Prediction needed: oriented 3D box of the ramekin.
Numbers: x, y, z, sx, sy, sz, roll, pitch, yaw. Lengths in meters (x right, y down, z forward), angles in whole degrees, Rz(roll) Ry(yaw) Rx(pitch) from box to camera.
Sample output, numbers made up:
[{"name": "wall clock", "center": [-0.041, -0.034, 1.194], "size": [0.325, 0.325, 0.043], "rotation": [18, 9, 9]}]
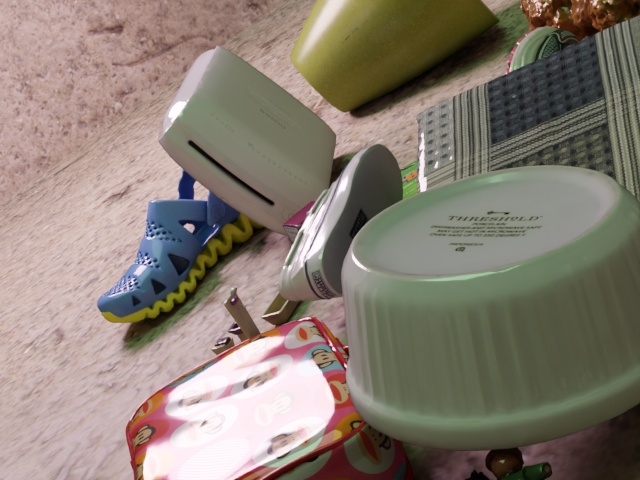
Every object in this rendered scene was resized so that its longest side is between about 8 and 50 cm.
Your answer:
[{"name": "ramekin", "center": [0.140, 0.039, 0.940], "size": [0.273, 0.127, 0.273], "rotation": [-14, 20, 5]}]

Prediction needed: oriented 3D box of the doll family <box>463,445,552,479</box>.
[{"name": "doll family", "center": [0.087, 0.214, 0.867], "size": [0.193, 0.076, 0.111], "rotation": [-23, 34, 17]}]

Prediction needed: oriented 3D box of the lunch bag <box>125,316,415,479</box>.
[{"name": "lunch bag", "center": [-0.037, 0.176, 1.071], "size": [0.258, 0.120, 0.293], "rotation": [-31, 19, 0]}]

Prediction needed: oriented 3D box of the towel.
[{"name": "towel", "center": [0.230, -0.073, 1.195], "size": [0.312, 0.056, 0.324], "rotation": [-22, 37, 26]}]

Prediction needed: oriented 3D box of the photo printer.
[{"name": "photo printer", "center": [-0.100, -0.141, 1.731], "size": [0.107, 0.256, 0.307], "rotation": [-49, 12, 22]}]

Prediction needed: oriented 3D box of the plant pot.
[{"name": "plant pot", "center": [0.097, -0.363, 2.013], "size": [0.293, 0.275, 0.275], "rotation": [-43, 17, 13]}]

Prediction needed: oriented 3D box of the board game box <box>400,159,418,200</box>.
[{"name": "board game box", "center": [0.106, -0.033, 1.489], "size": [0.124, 0.039, 0.259], "rotation": [-27, 23, 15]}]

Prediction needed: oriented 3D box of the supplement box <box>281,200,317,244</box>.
[{"name": "supplement box", "center": [0.000, 0.000, 1.490], "size": [0.055, 0.083, 0.043], "rotation": [-39, 21, -23]}]

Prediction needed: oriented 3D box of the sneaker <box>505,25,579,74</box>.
[{"name": "sneaker", "center": [0.274, -0.139, 1.399], "size": [0.112, 0.121, 0.299], "rotation": [-3, 44, 22]}]

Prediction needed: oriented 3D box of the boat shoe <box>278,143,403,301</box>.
[{"name": "boat shoe", "center": [0.020, -0.025, 1.414], "size": [0.084, 0.095, 0.258], "rotation": [-15, 26, 34]}]

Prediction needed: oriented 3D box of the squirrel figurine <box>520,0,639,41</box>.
[{"name": "squirrel figurine", "center": [0.465, -0.385, 1.576], "size": [0.370, 0.281, 0.397], "rotation": [3, 53, 39]}]

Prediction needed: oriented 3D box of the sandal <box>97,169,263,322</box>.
[{"name": "sandal", "center": [-0.211, -0.005, 1.731], "size": [0.126, 0.138, 0.317], "rotation": [-4, 34, 48]}]

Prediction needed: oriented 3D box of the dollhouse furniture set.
[{"name": "dollhouse furniture set", "center": [-0.084, 0.072, 1.441], "size": [0.091, 0.081, 0.114], "rotation": [-16, 24, 35]}]
